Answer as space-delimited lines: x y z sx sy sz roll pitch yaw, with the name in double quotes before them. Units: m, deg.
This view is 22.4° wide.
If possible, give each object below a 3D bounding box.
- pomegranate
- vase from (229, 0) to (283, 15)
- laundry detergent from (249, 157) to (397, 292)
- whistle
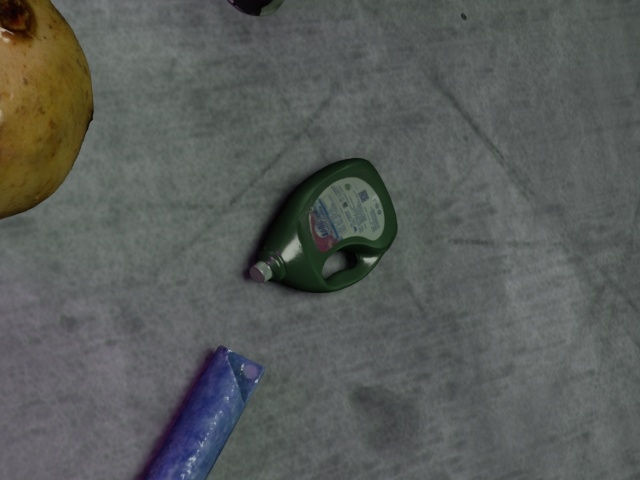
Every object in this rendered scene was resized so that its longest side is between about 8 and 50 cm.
"pomegranate" -0.345 -0.136 1.447 0.281 0.281 0.281 10 75 -40
"vase" 0.035 -0.344 1.752 0.165 0.360 0.165 10 75 -41
"laundry detergent" 0.000 0.000 1.855 0.211 0.063 0.137 -38 113 -39
"whistle" -0.147 0.243 1.678 0.062 0.062 0.304 45 55 -26
